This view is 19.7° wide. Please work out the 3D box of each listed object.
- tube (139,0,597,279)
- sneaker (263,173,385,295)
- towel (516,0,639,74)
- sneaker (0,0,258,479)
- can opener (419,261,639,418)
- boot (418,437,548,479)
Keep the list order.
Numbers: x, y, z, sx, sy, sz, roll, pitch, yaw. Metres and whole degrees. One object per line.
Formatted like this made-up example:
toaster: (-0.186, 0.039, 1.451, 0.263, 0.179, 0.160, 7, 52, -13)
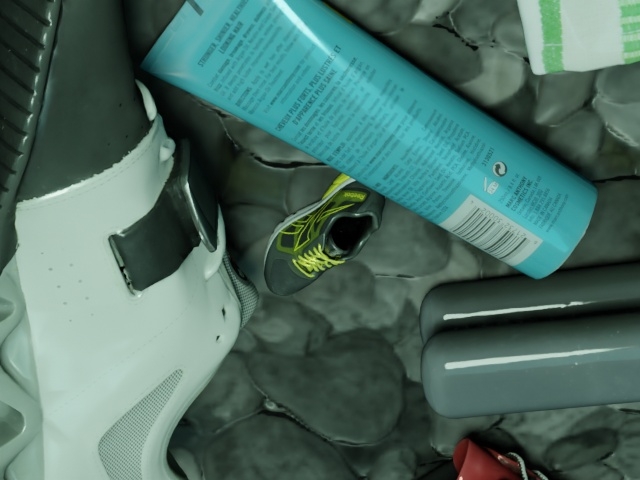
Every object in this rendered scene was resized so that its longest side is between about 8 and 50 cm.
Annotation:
tube: (0.027, -0.054, 0.829, 0.207, 0.052, 0.080, 30, 116, -14)
sneaker: (0.000, 0.000, 0.872, 0.031, 0.035, 0.083, 31, 120, -19)
towel: (0.228, -0.192, 0.730, 0.325, 0.038, 0.247, -9, 125, 7)
sneaker: (-0.098, -0.009, 0.829, 0.146, 0.122, 0.330, -7, 122, -26)
can opener: (0.192, 0.059, 0.889, 0.284, 0.076, 0.095, -6, 125, 6)
boot: (0.161, 0.155, 0.955, 0.244, 0.088, 0.176, -21, 122, 19)
